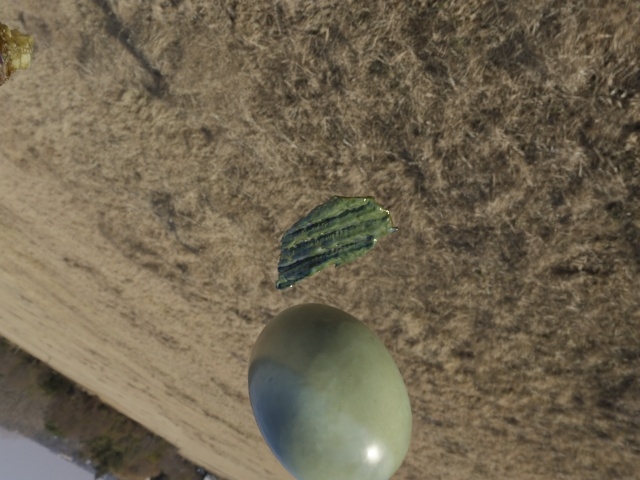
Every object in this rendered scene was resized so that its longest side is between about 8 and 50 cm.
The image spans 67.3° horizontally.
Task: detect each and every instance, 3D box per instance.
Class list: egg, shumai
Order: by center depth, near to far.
[{"bbox_3d":[0.010,0.260,0.833,0.258,0.258,0.352,55,-177,-40],"label":"egg"},{"bbox_3d":[-0.577,-0.325,0.850,0.123,0.139,0.105,-34,145,14],"label":"shumai"}]

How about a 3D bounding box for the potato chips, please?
[{"bbox_3d":[0.000,0.000,0.645,0.207,0.028,0.092,-26,106,31],"label":"potato chips"}]
